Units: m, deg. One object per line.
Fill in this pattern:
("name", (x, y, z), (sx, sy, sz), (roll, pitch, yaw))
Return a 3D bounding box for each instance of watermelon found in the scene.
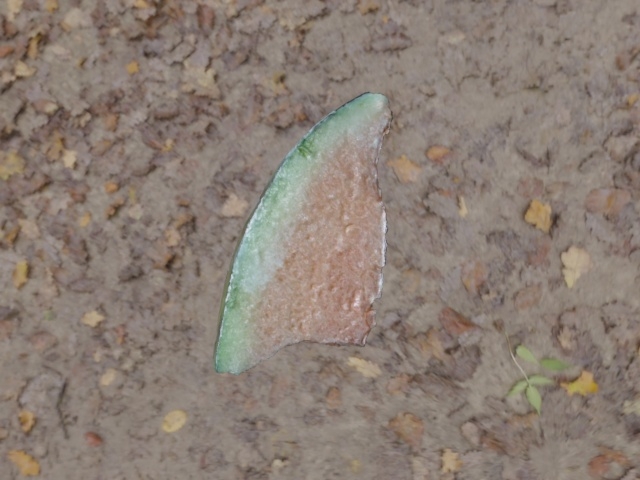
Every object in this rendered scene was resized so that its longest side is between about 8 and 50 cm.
("watermelon", (-0.008, -0.008, 0.412), (0.080, 0.101, 0.155), (11, 89, -12))
